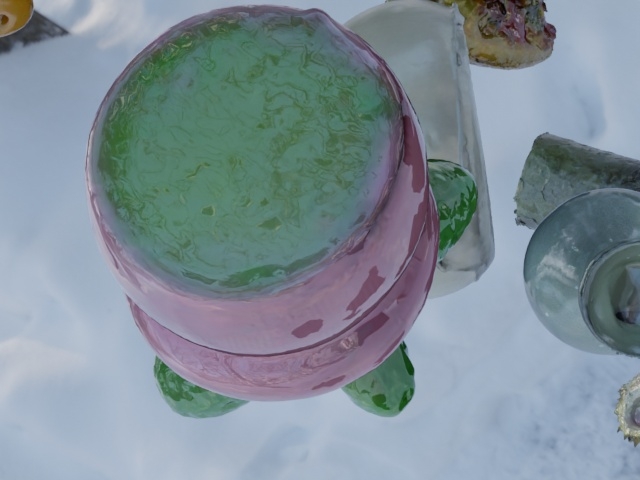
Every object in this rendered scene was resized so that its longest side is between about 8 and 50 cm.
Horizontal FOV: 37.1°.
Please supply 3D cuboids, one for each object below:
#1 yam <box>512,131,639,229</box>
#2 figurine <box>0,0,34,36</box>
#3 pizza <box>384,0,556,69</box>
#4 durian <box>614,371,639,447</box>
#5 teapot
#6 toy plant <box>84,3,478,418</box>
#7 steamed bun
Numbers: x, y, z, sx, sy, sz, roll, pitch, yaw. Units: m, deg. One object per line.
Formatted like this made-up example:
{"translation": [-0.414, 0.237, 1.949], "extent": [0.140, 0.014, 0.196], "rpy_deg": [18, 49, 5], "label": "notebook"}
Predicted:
{"translation": [0.515, -0.073, 1.786], "extent": [0.300, 0.195, 0.195], "rpy_deg": [24, 85, 37], "label": "yam"}
{"translation": [-0.287, -0.245, 0.617], "extent": [0.215, 0.187, 0.343], "rpy_deg": [-33, 70, 24], "label": "figurine"}
{"translation": [0.282, -0.502, 1.636], "extent": [0.130, 0.440, 0.406], "rpy_deg": [1, 90, 45], "label": "pizza"}
{"translation": [0.604, 0.251, 1.590], "extent": [0.249, 0.138, 0.183], "rpy_deg": [-50, 36, 17], "label": "durian"}
{"translation": [0.301, 0.039, 0.956], "extent": [0.183, 0.251, 0.183], "rpy_deg": [1, 94, 8], "label": "teapot"}
{"translation": [-0.003, -0.005, 0.644], "extent": [0.317, 0.356, 0.210], "rpy_deg": [-38, 64, -8], "label": "toy plant"}
{"translation": [0.085, -0.106, 1.186], "extent": [0.241, 0.374, 0.374], "rpy_deg": [-7, 59, 13], "label": "steamed bun"}
